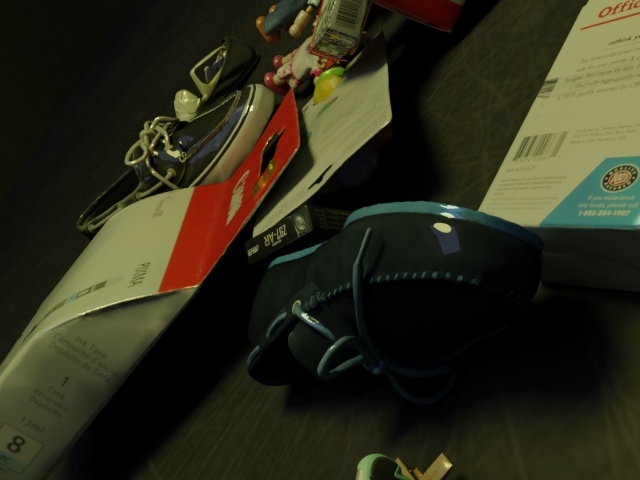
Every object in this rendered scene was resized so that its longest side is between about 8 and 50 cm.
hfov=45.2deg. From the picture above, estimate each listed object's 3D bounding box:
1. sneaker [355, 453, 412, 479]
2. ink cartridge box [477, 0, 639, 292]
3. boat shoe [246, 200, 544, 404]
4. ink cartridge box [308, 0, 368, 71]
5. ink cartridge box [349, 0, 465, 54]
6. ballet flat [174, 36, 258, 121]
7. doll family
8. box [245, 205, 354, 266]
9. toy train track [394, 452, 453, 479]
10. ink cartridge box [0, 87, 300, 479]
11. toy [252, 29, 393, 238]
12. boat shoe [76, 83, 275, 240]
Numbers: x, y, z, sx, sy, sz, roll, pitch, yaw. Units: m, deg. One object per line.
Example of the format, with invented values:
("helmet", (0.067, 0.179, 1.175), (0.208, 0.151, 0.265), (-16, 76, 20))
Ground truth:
("sneaker", (0.019, 0.152, 0.344), (0.069, 0.038, 0.098), (-41, 48, 37))
("ink cartridge box", (0.162, -0.066, 0.371), (0.180, 0.060, 0.104), (-60, 26, -13))
("boat shoe", (0.031, 0.049, 0.431), (0.258, 0.109, 0.089), (-35, 34, 66))
("ink cartridge box", (0.013, -0.189, 0.656), (0.115, 0.029, 0.063), (174, 111, -77))
("ink cartridge box", (0.095, -0.269, 0.658), (0.134, 0.078, 0.231), (-95, 26, -62))
("ballet flat", (-0.162, -0.203, 1.079), (0.074, 0.074, 0.203), (0, 58, 59))
("doll family", (0.005, -0.290, 0.846), (0.163, 0.118, 0.263), (-19, 41, 49))
("box", (0.000, 0.000, 0.538), (0.067, 0.083, 0.018), (-28, 67, 40))
("toy train track", (0.056, 0.132, 0.356), (0.048, 0.014, 0.083), (-51, 33, 5))
("ink cartridge box", (-0.168, 0.007, 0.727), (0.385, 0.091, 0.308), (-51, 14, 13))
("toy", (0.019, -0.084, 0.639), (0.137, 0.056, 0.237), (-41, 22, 22))
("boat shoe", (-0.183, -0.093, 0.932), (0.306, 0.105, 0.113), (-38, 30, 29))
